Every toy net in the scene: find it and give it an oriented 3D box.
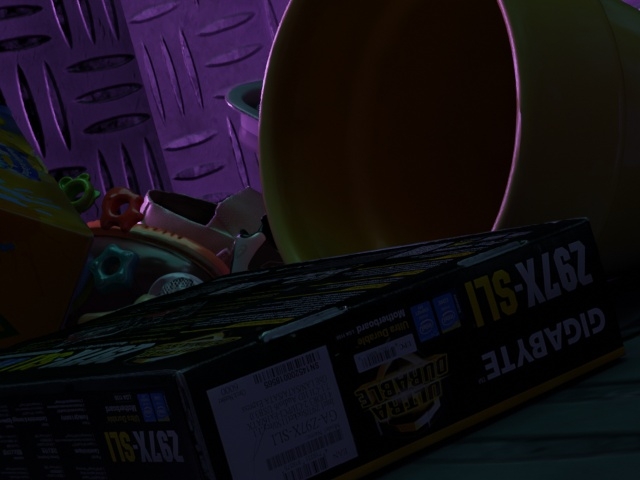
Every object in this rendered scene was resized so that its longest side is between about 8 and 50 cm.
[{"bbox_3d":[-0.146,0.033,1.236,0.232,0.122,0.045,26,-16,33],"label":"toy net"}]

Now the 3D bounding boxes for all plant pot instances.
[{"bbox_3d":[0.126,-0.066,0.985,0.239,0.254,0.254,1,-7,-38],"label":"plant pot"}]

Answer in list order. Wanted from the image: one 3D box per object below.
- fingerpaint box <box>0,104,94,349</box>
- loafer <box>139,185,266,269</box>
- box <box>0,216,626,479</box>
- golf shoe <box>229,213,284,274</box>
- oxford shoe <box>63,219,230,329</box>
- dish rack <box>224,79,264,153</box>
[{"bbox_3d":[-0.393,-0.041,1.114,0.371,0.163,0.445,18,9,-23],"label":"fingerpaint box"},{"bbox_3d":[-0.054,0.000,1.367,0.269,0.092,0.102,1,14,17],"label":"loafer"},{"bbox_3d":[-0.048,0.069,0.805,0.257,0.079,0.322,-21,7,-39],"label":"box"},{"bbox_3d":[0.002,0.010,1.214,0.077,0.094,0.198,4,17,33],"label":"golf shoe"},{"bbox_3d":[-0.230,0.075,1.352,0.364,0.130,0.132,-8,36,33],"label":"oxford shoe"},{"bbox_3d":[0.106,-0.071,1.363,0.285,0.072,0.333,-15,32,-37],"label":"dish rack"}]
